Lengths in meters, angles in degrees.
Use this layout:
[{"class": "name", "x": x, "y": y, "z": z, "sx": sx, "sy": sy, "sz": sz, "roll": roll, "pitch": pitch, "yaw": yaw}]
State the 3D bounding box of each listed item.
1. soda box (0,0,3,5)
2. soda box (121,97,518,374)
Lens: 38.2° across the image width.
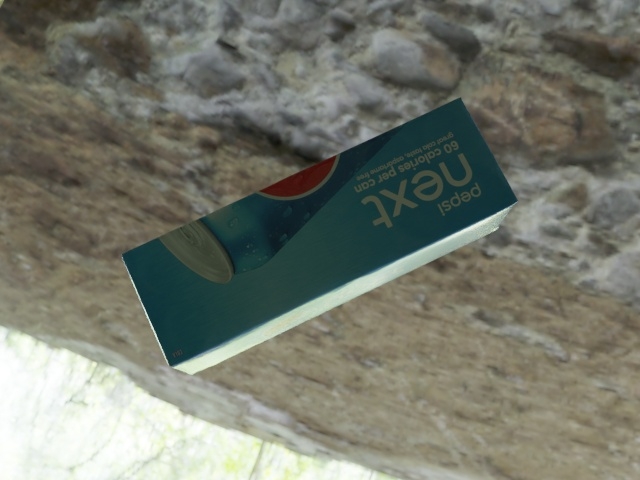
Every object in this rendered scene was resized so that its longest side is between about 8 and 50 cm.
[{"class": "soda box", "x": -0.232, "y": -0.157, "z": 0.556, "sx": 0.181, "sy": 0.061, "sz": 0.058, "roll": -10, "pitch": -70, "yaw": 61}, {"class": "soda box", "x": 0.000, "y": 0.000, "z": 0.532, "sx": 0.210, "sy": 0.071, "sz": 0.067, "roll": -25, "pitch": -12, "yaw": -4}]
